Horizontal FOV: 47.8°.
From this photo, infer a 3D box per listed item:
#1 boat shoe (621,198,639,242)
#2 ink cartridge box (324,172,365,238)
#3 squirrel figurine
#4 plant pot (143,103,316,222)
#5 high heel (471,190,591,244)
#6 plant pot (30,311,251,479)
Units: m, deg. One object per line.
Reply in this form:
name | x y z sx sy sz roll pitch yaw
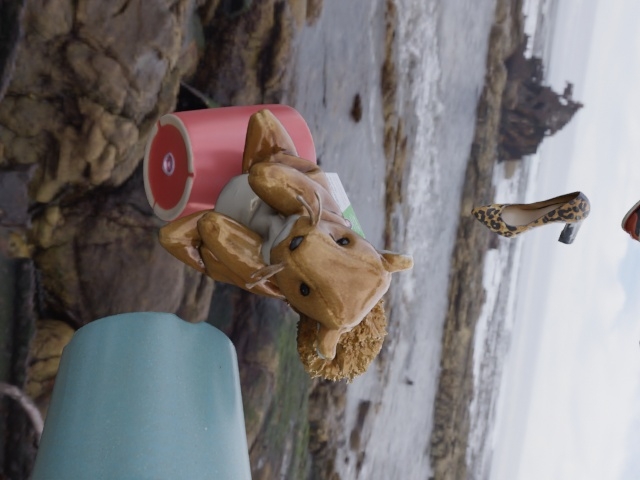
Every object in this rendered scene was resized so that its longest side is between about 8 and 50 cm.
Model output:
boat shoe | 0.418 -0.054 0.860 0.137 0.049 0.043 -54 -152 15
ink cartridge box | -0.055 -0.058 1.772 0.278 0.117 0.201 -3 63 -43
squirrel figurine | -0.003 0.042 1.127 0.281 0.370 0.397 -47 128 -10
plant pot | -0.183 -0.133 1.363 0.243 0.275 0.275 -1 101 -38
high heel | 0.495 -0.082 1.706 0.186 0.261 0.093 84 22 -57
plant pot | -0.236 0.299 0.973 0.341 0.341 0.334 76 6 -53
